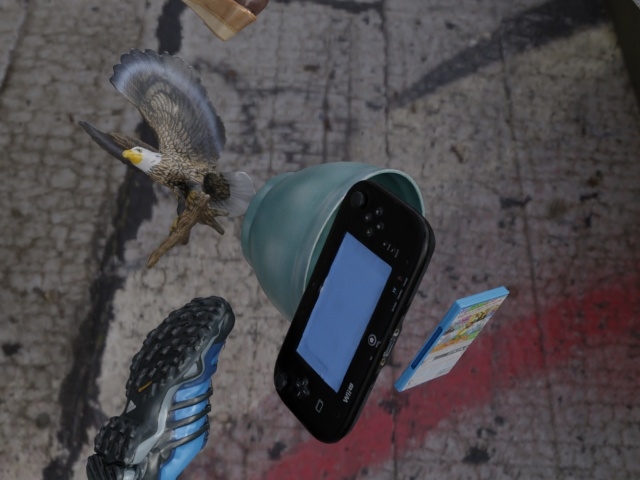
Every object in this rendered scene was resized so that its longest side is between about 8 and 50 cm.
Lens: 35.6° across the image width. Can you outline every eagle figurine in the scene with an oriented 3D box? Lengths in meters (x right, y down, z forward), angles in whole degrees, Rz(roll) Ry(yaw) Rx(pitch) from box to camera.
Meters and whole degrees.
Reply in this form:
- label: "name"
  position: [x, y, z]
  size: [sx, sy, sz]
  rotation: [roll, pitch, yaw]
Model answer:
- label: "eagle figurine"
  position: [-0.263, -0.146, 1.676]
  size: [0.226, 0.225, 0.298]
  rotation: [-26, 63, -5]

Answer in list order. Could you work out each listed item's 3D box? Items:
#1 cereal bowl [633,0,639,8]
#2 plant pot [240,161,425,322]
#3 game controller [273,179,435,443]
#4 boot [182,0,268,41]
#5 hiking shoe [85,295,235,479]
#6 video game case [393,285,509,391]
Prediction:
- label: "cereal bowl"
  position: [0.269, -0.238, 0.658]
  size: [0.141, 0.339, 0.339]
  rotation: [-27, 54, 5]
- label: "plant pot"
  position: [0.000, 0.000, 1.574]
  size: [0.196, 0.293, 0.293]
  rotation: [24, 52, 35]
- label: "game controller"
  position: [0.036, 0.089, 1.232]
  size: [0.067, 0.319, 0.166]
  rotation: [12, 19, -31]
- label: "boot"
  position: [-0.172, -0.497, 1.765]
  size: [0.207, 0.090, 0.248]
  rotation: [-47, 74, 10]
- label: "hiking shoe"
  position: [-0.198, 0.219, 1.362]
  size: [0.113, 0.132, 0.304]
  rotation: [21, 76, 46]
- label: "video game case"
  position: [0.177, 0.134, 1.349]
  size: [0.119, 0.166, 0.015]
  rotation: [-10, 50, -48]
